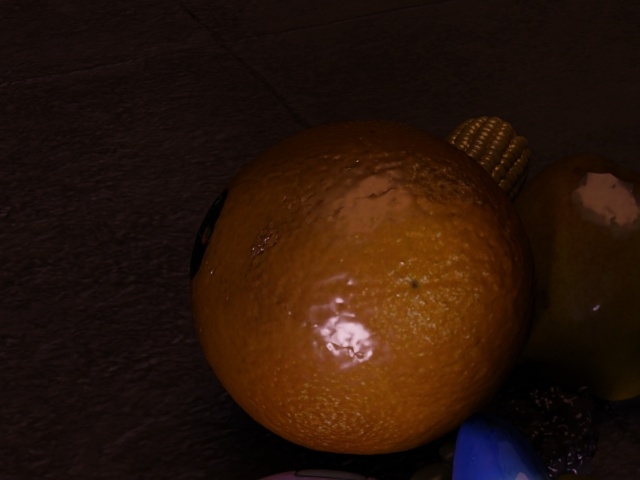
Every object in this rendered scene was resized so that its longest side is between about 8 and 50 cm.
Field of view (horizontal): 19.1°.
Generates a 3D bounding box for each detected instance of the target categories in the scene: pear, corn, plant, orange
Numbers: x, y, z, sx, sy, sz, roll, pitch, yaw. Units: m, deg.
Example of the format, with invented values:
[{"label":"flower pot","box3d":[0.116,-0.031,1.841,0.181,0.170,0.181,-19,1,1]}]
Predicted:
[{"label":"pear","box3d":[0.234,0.028,1.567,0.200,0.200,0.200,1,31,-1]},{"label":"corn","box3d":[0.118,-0.028,1.754,0.093,0.093,0.244,16,40,23]},{"label":"plant","box3d":[0.138,0.167,1.451,0.174,0.085,0.087,-22,14,-26]},{"label":"orange","box3d":[0.031,0.037,1.471,0.274,0.274,0.274,1,31,-1]}]

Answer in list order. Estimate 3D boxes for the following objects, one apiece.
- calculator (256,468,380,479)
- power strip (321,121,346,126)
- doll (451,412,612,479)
[{"label":"calculator","box3d":[-0.005,0.247,1.334,0.141,0.045,0.246,5,32,7]},{"label":"power strip","box3d":[0.060,-0.071,1.887,0.049,0.028,0.178,-20,37,-32]},{"label":"doll","box3d":[0.203,0.224,1.167,0.365,0.376,0.187,3,60,12]}]
